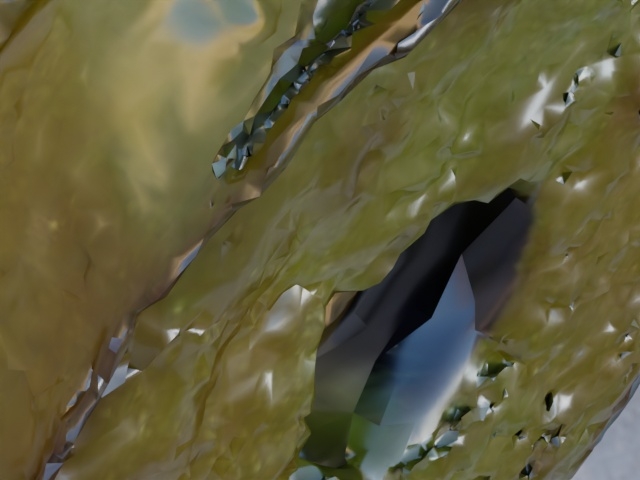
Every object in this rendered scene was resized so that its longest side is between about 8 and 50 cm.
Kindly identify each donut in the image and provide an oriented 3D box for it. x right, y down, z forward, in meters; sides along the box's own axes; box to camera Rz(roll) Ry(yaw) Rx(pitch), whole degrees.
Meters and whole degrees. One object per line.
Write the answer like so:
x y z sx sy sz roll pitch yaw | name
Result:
0.000 0.000 0.463 0.107 0.272 0.272 41 28 26 | donut
